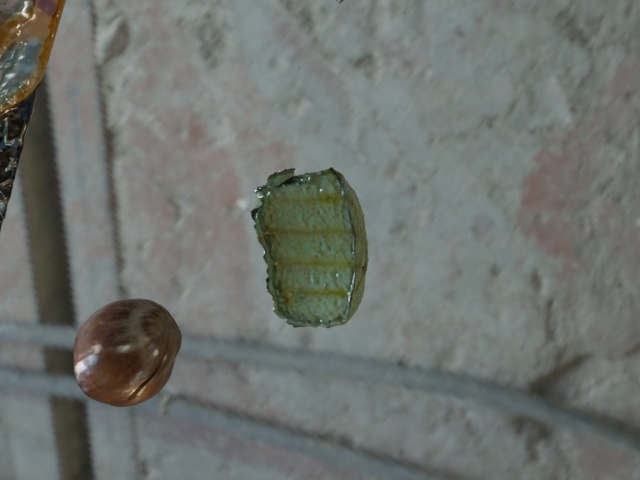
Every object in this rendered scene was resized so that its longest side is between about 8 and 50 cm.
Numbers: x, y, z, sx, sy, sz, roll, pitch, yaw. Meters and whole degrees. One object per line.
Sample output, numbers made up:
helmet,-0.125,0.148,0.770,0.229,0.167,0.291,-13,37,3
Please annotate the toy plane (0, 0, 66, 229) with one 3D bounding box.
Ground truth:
toy plane,-0.142,-0.114,0.652,0.204,0.103,0.316,31,94,-33

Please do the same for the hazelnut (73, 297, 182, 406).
hazelnut,-0.139,0.082,1.293,0.086,0.086,0.086,13,127,18

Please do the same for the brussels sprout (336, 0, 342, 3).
brussels sprout,0.093,-0.345,1.591,0.227,0.259,0.294,45,146,30

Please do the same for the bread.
bread,0.000,-0.006,1.673,0.103,0.110,0.156,4,108,18
